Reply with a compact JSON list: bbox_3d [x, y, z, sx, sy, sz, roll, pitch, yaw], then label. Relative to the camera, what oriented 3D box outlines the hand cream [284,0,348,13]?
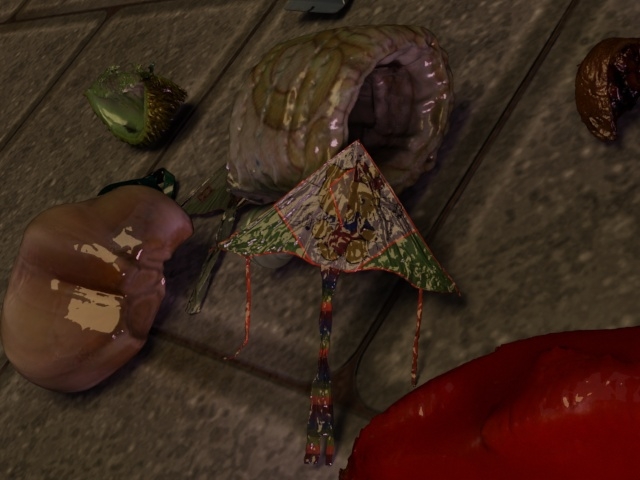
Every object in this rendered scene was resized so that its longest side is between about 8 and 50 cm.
[{"bbox_3d":[0.054,-0.378,1.175,0.091,0.058,0.271,17,70,40],"label":"hand cream"}]

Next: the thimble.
[{"bbox_3d":[0.012,-0.102,0.838,0.143,0.137,0.190,11,49,49],"label":"thimble"}]

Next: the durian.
[{"bbox_3d":[-0.225,-0.170,1.201,0.215,0.100,0.086,-2,56,54],"label":"durian"}]

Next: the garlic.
[{"bbox_3d":[-0.250,0.041,0.985,0.228,0.110,0.217,4,71,48],"label":"garlic"}]

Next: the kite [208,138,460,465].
[{"bbox_3d":[0.004,0.041,0.721,0.198,0.006,0.244,6,79,16],"label":"kite"}]

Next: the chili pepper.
[{"bbox_3d":[0.148,0.102,0.524,0.387,0.110,0.110,-18,42,42],"label":"chili pepper"}]

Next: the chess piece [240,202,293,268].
[{"bbox_3d":[0.000,0.000,0.827,0.149,0.059,0.059,6,58,45],"label":"chess piece"}]

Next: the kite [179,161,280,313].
[{"bbox_3d":[-0.087,-0.032,0.990,0.229,0.012,0.250,-10,47,45],"label":"kite"}]

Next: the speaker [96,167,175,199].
[{"bbox_3d":[-0.199,-0.042,1.092,0.075,0.060,0.094,-4,16,44],"label":"speaker"}]

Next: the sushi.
[{"bbox_3d":[0.220,-0.119,0.728,0.047,0.050,0.099,10,72,44],"label":"sushi"}]
